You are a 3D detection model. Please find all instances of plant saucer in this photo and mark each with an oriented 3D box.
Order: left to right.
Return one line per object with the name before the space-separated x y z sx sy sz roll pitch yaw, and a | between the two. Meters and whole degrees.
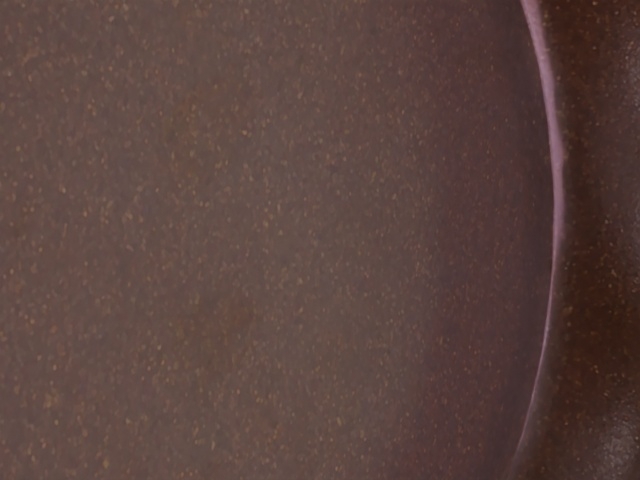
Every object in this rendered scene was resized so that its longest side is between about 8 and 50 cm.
plant saucer | 0.000 0.000 0.445 0.310 0.050 0.311 -3 94 -51
